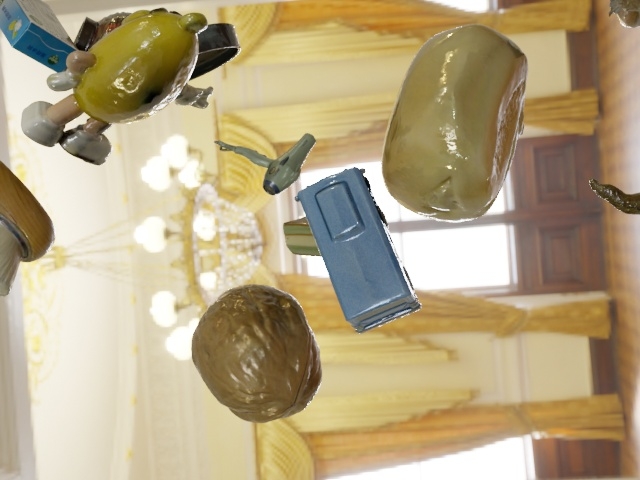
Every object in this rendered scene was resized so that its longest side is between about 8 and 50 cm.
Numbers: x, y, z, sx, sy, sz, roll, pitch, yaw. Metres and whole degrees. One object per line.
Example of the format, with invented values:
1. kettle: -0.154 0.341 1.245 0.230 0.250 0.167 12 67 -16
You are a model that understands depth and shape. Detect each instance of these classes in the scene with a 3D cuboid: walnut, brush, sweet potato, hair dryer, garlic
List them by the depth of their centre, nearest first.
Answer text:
1. sweet potato: 0.447 -0.056 1.216 0.038 0.153 0.041 111 166 -60
2. brush: -0.632 -0.039 1.630 0.166 0.174 0.266 -50 -48 -36
3. walnut: -0.130 0.241 1.832 0.313 0.252 0.277 53 168 45
4. hair dryer: -0.107 -0.197 1.879 0.167 0.199 0.067 -39 -26 -25
5. garlic: 0.669 -0.586 1.987 0.207 0.257 0.207 -3 -90 -68

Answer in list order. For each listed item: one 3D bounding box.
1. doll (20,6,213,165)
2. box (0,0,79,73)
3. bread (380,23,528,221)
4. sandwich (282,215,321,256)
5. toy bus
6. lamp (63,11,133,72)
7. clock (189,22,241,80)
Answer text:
1. doll: -0.388 -0.290 1.720 0.348 0.423 0.161 66 -179 -72
2. box: -0.620 -0.461 1.863 0.139 0.073 0.194 27 -158 -55
3. bread: 0.277 -0.237 1.830 0.348 0.253 0.375 49 -126 -64
4. sandwich: 0.000 0.000 1.815 0.163 0.114 0.079 -143 40 -68
5. toy bus: 0.055 0.008 1.308 0.133 0.116 0.233 44 -157 -70
6. lamp: -0.471 -0.413 2.032 0.247 0.247 0.246 -4 -90 -83
7. clock: -0.412 -0.516 2.496 0.386 0.386 0.076 -44 -67 -81
